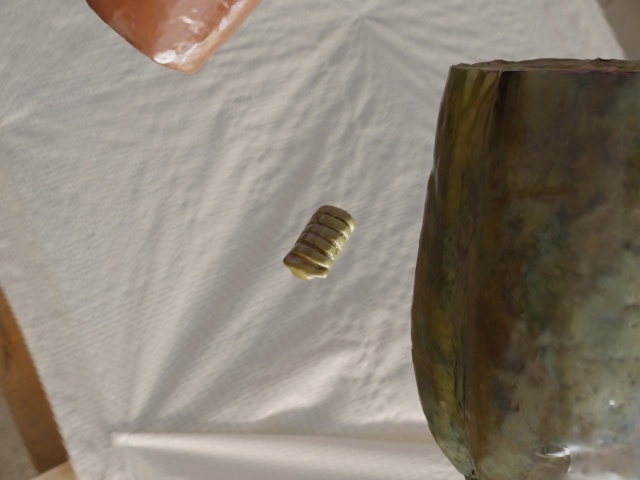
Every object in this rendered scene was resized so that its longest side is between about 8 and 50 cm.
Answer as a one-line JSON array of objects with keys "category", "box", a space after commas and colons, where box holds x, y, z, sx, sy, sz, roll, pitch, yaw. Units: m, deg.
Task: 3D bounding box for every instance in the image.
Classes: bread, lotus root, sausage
[{"category": "bread", "box": [0.000, 0.000, 1.050, 0.088, 0.049, 0.033, -56, -40, -25]}, {"category": "lotus root", "box": [0.185, 0.041, 0.739, 0.251, 0.250, 0.346, 1, -78, -27]}, {"category": "sausage", "box": [-0.050, -0.242, 0.757, 0.113, 0.259, 0.113, 40, -165, -14]}]
